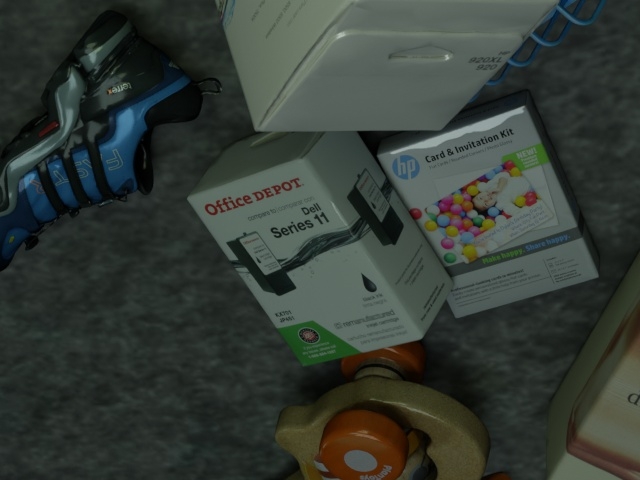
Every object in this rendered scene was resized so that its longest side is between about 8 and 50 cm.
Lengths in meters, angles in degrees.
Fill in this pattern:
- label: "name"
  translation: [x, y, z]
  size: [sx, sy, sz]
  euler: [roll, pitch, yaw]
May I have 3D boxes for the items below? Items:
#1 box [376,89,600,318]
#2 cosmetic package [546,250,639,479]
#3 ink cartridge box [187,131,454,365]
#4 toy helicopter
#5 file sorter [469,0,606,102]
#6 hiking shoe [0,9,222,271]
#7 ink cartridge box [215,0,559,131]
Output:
- label: "box"
  translation: [0.155, -0.030, 1.349]
  size: [0.145, 0.038, 0.186]
  euler: [-17, 114, 21]
- label: "cosmetic package"
  translation: [0.332, 0.110, 1.340]
  size: [0.153, 0.129, 0.296]
  euler: [21, 123, -2]
- label: "ink cartridge box"
  translation: [0.000, 0.000, 1.349]
  size: [0.153, 0.087, 0.208]
  euler: [-17, 116, 40]
- label: "toy helicopter"
  translation: [0.033, 0.253, 1.512]
  size: [0.235, 0.140, 0.355]
  euler: [37, 132, -21]
- label: "file sorter"
  translation: [0.141, -0.200, 1.173]
  size: [0.118, 0.104, 0.170]
  euler: [40, 148, -12]
- label: "hiking shoe"
  translation: [-0.226, -0.061, 1.364]
  size: [0.132, 0.113, 0.304]
  euler: [35, 121, -9]
- label: "ink cartridge box"
  translation: [0.026, -0.216, 1.064]
  size: [0.171, 0.233, 0.168]
  euler: [-4, 154, -29]
